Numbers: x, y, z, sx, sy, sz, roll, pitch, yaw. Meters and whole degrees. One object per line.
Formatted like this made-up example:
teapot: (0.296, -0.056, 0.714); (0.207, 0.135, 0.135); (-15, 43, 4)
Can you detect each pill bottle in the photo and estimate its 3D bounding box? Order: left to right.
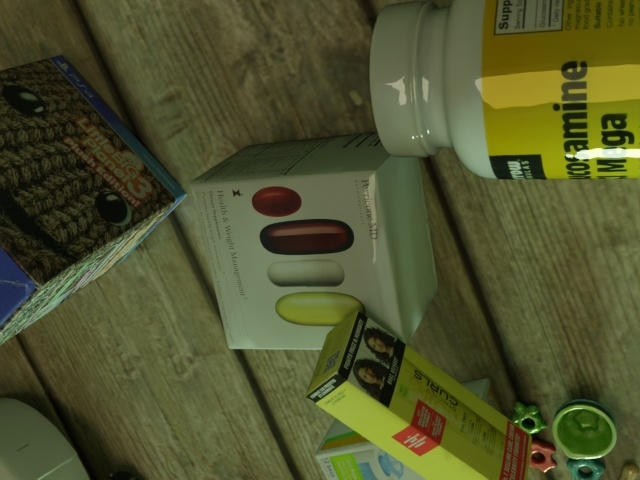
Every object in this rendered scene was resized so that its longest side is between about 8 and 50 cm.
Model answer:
pill bottle: (0.221, -0.146, 0.738); (0.333, 0.188, 0.188); (1, 111, 22)

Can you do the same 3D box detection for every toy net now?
toy net: (0.303, 0.280, 0.962); (0.122, 0.045, 0.232); (-20, 103, 27)

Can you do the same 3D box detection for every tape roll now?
tape roll: (-0.453, 0.376, 1.231); (0.286, 0.100, 0.286); (13, 114, 32)

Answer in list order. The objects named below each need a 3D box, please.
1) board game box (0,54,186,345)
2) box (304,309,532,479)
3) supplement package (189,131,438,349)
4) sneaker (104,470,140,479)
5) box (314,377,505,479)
board game box: (-0.329, -0.051, 0.932); (0.232, 0.291, 0.141); (48, 118, -3)
box: (0.100, 0.172, 0.826); (0.232, 0.087, 0.058); (38, 132, -12)
supplement package: (0.000, 0.000, 0.905); (0.203, 0.149, 0.194); (-3, 111, 23)
sneaker: (-0.262, 0.433, 1.234); (0.094, 0.081, 0.209); (-33, 91, 37)
box: (0.116, 0.250, 0.989); (0.203, 0.103, 0.114); (-17, 104, 26)
